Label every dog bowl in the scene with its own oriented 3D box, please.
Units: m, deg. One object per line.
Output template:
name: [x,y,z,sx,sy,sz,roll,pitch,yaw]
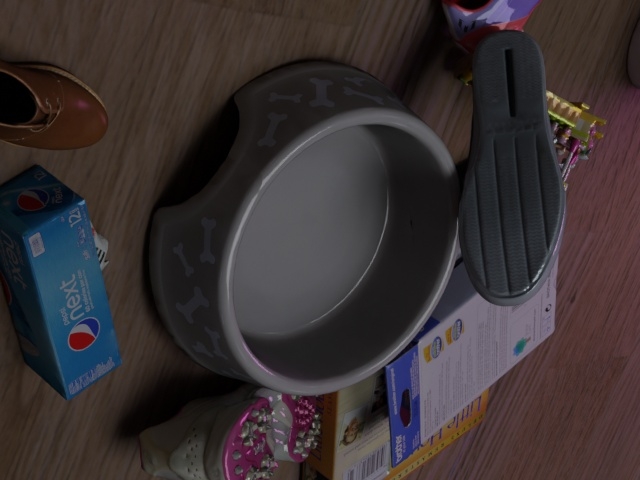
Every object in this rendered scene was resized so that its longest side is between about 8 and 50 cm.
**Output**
dog bowl: [0.000,0.000,1.523,0.349,0.102,0.348,-17,120,-32]

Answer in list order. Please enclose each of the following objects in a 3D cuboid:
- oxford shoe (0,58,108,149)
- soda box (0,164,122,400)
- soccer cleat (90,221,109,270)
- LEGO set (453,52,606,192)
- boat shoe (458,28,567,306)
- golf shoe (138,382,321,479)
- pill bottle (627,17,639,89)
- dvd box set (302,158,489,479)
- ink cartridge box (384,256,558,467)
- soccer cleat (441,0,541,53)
oxford shoe: [-0.239,-0.107,1.224,0.212,0.076,0.076,15,103,-56]
soda box: [-0.239,0.041,1.347,0.067,0.071,0.210,-34,140,-29]
soccer cleat: [-0.212,0.001,1.389,0.035,0.029,0.083,-43,148,-34]
LEGO set: [0.248,-0.117,1.758,0.287,0.132,0.107,28,85,-57]
boat shoe: [0.202,-0.070,1.559,0.094,0.109,0.302,63,29,-66]
golf shoe: [-0.092,0.199,1.643,0.306,0.140,0.115,-10,98,-71]
pill bottle: [0.605,-0.191,1.904,0.229,0.408,0.229,-32,138,-33]
dvd box set: [0.108,0.124,1.855,0.307,0.062,0.420,-30,137,-34]
ink cartridge box: [0.171,0.117,1.818,0.311,0.065,0.186,-38,142,-31]
soccer cleat: [0.226,-0.309,1.636,0.248,0.083,0.095,-51,134,-9]
